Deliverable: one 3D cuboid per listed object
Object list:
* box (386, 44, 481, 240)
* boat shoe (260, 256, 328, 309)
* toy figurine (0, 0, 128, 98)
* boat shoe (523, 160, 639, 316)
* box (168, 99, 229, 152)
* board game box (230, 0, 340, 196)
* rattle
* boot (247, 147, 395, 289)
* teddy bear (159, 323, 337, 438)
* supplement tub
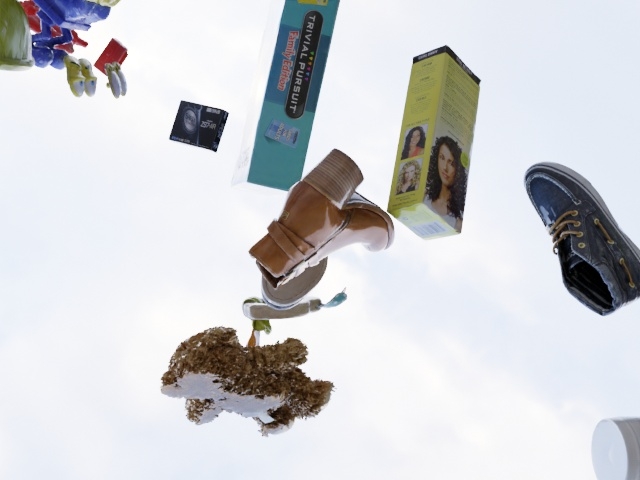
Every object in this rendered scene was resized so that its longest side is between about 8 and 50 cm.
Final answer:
[{"bbox_3d":[0.144,-0.122,1.011,0.087,0.058,0.232,33,-123,-39],"label":"box"},{"bbox_3d":[-0.030,0.029,1.044,0.075,0.065,0.206,22,-141,0],"label":"boat shoe"},{"bbox_3d":[-0.253,-0.282,0.782,0.191,0.217,0.362,39,-168,2],"label":"toy figurine"},{"bbox_3d":[0.265,-0.007,0.846,0.083,0.065,0.183,-20,-117,-41],"label":"boat shoe"},{"bbox_3d":[-0.187,-0.176,1.254,0.083,0.018,0.067,17,-92,25],"label":"box"},{"bbox_3d":[-0.054,-0.239,1.234,0.079,0.254,0.336,12,-90,-11],"label":"board game box"},{"bbox_3d":[-0.043,0.162,1.513,0.199,0.130,0.143,-1,-102,-20],"label":"rattle"},{"bbox_3d":[0.000,0.000,0.926,0.073,0.197,0.152,34,-101,36],"label":"boot"},{"bbox_3d":[-0.125,0.243,1.417,0.338,0.245,0.113,18,-137,-29],"label":"teddy bear"},{"bbox_3d":[0.311,0.195,0.739,0.107,0.071,0.071,3,-128,-9],"label":"supplement tub"}]
